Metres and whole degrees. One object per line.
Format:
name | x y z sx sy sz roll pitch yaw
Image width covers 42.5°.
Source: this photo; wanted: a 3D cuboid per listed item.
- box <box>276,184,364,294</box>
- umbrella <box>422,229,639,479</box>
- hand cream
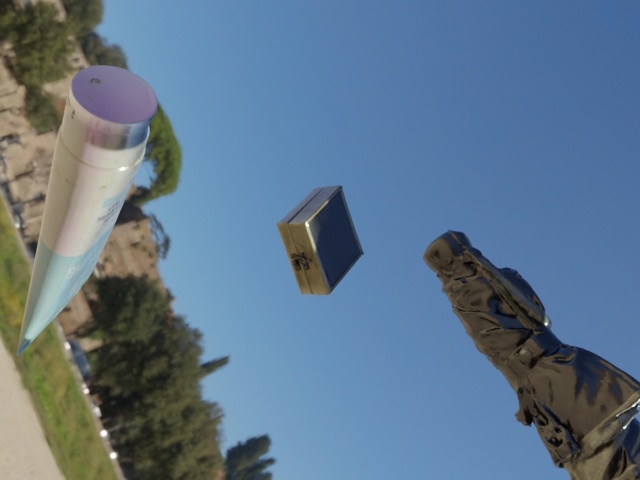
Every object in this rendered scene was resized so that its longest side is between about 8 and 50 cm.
box | 0.000 0.000 0.787 0.035 0.083 0.079 -3 -62 32
umbrella | 0.225 0.128 0.850 0.357 0.113 0.106 56 -15 24
hand cream | -0.215 -0.011 0.736 0.070 0.111 0.312 29 -46 0
